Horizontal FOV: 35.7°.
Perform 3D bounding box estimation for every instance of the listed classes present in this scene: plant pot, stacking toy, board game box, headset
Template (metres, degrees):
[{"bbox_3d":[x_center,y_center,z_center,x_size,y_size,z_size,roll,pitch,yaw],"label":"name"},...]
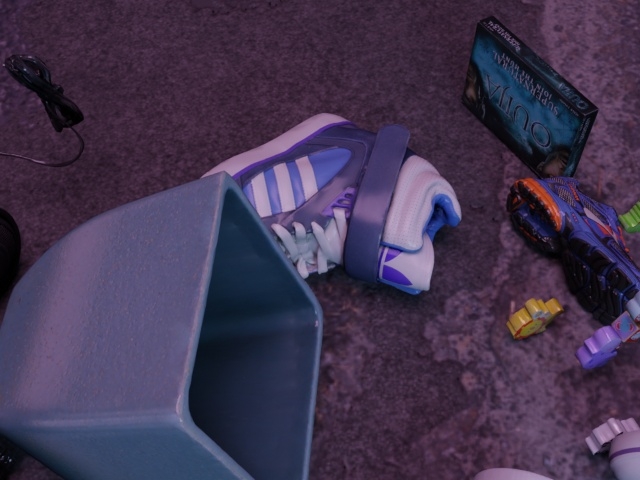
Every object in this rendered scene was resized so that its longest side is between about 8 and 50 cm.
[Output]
[{"bbox_3d":[-0.164,0.121,0.929,0.252,0.248,0.247,-10,52,20],"label":"plant pot"},{"bbox_3d":[0.293,0.078,0.951,0.052,0.221,0.167,6,43,-40],"label":"stacking toy"},{"bbox_3d":[0.239,-0.159,1.162,0.026,0.126,0.186,-24,55,-22],"label":"board game box"},{"bbox_3d":[-0.435,-0.041,1.091,0.394,0.185,0.243,-38,60,-8],"label":"headset"}]

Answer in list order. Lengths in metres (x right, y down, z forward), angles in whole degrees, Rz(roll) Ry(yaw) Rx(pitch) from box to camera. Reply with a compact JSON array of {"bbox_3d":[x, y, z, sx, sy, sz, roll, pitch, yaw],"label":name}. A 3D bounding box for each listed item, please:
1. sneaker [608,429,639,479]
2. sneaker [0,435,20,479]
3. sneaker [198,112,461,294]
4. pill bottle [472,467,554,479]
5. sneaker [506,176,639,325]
[{"bbox_3d":[0.379,0.271,0.859,0.282,0.102,0.161,18,60,16],"label":"sneaker"},{"bbox_3d":[-0.427,0.227,0.951,0.286,0.109,0.130,-29,51,-18],"label":"sneaker"},{"bbox_3d":[0.000,0.000,1.061,0.236,0.130,0.323,35,58,30],"label":"sneaker"},{"bbox_3d":[0.150,0.313,0.830,0.121,0.121,0.221,13,56,13],"label":"pill bottle"},{"bbox_3d":[0.300,0.003,1.072,0.087,0.083,0.221,-22,59,-23],"label":"sneaker"}]
